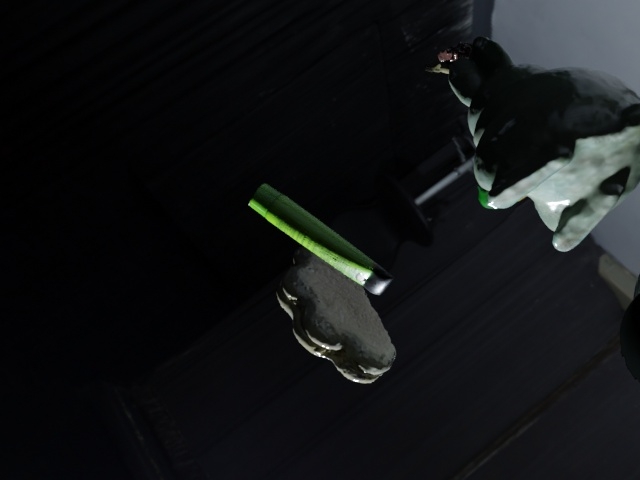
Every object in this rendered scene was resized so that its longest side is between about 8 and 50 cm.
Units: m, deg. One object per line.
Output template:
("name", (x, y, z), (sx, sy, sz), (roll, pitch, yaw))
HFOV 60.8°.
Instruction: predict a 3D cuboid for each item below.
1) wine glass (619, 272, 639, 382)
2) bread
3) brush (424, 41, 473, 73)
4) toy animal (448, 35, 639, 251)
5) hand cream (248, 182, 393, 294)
("wine glass", (0.256, 0.035, 0.348), (0.092, 0.202, 0.093), (14, 111, 39))
("bread", (0.011, 0.143, 1.126), (0.102, 0.183, 0.337), (-58, 46, 34))
("brush", (0.188, -0.266, 0.792), (0.248, 0.043, 0.036), (-87, -23, -70))
("toy animal", (0.186, -0.110, 0.485), (0.251, 0.127, 0.125), (-89, -23, -52))
("hand cream", (0.000, 0.000, 0.411), (0.122, 0.023, 0.036), (37, 152, 8))
